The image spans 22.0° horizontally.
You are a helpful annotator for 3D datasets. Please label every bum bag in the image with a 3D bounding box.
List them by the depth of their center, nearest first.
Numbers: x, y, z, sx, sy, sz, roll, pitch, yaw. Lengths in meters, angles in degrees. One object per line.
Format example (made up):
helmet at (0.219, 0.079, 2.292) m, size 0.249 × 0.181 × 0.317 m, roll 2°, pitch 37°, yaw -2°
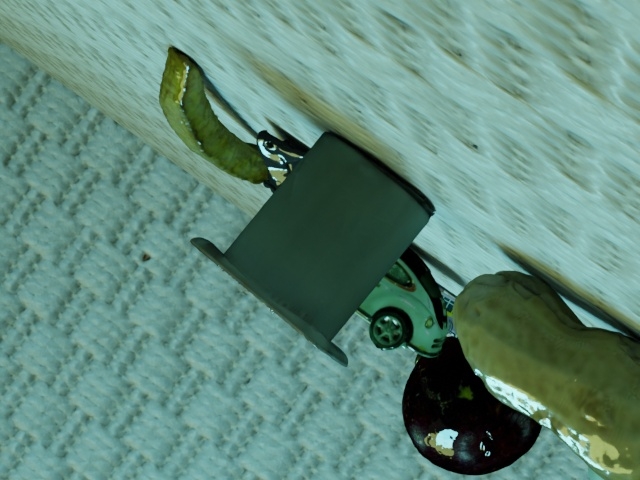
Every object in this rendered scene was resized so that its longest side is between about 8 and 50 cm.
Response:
bum bag at (-0.025, -0.072, 2.063) m, size 0.123 × 0.060 × 0.248 m, roll 36°, pitch 176°, yaw 9°

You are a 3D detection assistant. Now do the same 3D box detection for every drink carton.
drink carton at (0.000, 0.000, 1.719) m, size 0.185 × 0.190 × 0.191 m, roll 34°, pitch 176°, yaw 18°

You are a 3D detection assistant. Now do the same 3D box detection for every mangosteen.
mangosteen at (0.228, 0.242, 2.580) m, size 0.228 × 0.228 × 0.265 m, roll 38°, pitch -171°, yaw -33°

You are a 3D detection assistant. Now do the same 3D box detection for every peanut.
peanut at (0.246, 0.132, 1.615) m, size 0.290 × 0.130 × 0.130 m, roll 35°, pitch 176°, yaw 29°

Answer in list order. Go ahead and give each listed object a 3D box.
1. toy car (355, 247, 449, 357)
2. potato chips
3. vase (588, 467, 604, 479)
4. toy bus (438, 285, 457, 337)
toy car at (0.053, 0.039, 2.211) m, size 0.306 × 0.125 × 0.136 m, roll 37°, pitch -170°, yaw 12°
potato chips at (-0.138, -0.144, 2.091) m, size 0.057 × 0.080 × 0.407 m, roll 46°, pitch 180°, yaw 21°
vase at (0.443, 0.336, 2.294) m, size 0.128 × 0.128 × 0.248 m, roll 34°, pitch 169°, yaw 26°
toy bus at (0.170, 0.098, 2.449) m, size 0.102 × 0.058 × 0.052 m, roll 30°, pitch 175°, yaw 7°
